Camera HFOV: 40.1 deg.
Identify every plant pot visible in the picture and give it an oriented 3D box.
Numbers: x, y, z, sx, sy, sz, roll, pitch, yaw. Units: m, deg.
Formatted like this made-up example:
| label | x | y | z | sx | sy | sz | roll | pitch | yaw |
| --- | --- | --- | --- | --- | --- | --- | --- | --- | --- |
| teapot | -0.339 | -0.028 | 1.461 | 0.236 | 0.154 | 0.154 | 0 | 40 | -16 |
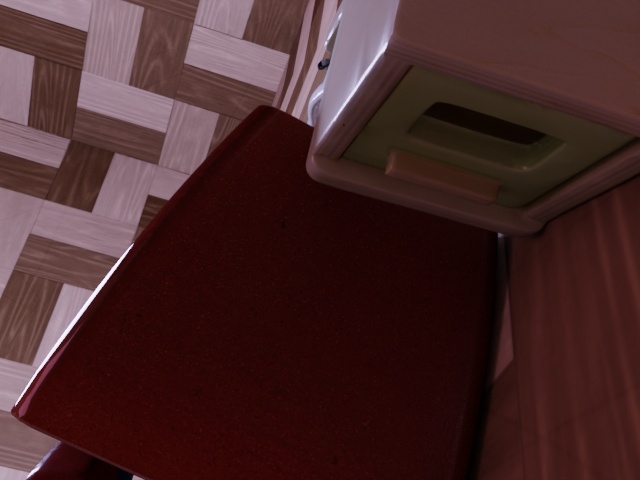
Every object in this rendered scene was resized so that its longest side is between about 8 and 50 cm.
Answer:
| label | x | y | z | sx | sy | sz | roll | pitch | yaw |
| --- | --- | --- | --- | --- | --- | --- | --- | --- | --- |
| plant pot | -0.024 | 0.060 | 0.630 | 0.235 | 0.267 | 0.267 | -64 | 8 | -9 |

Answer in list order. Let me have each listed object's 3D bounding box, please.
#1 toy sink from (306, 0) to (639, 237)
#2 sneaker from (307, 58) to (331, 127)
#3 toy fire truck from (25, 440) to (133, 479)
| label | x | y | z | sx | sy | sz | roll | pitch | yaw |
| --- | --- | --- | --- | --- | --- | --- | --- | --- | --- |
| toy sink | 0.085 | -0.089 | 0.498 | 0.234 | 0.153 | 0.131 | 139 | 146 | -71 |
| sneaker | 0.040 | -0.211 | 1.142 | 0.256 | 0.094 | 0.151 | 139 | 149 | -71 |
| toy fire truck | -0.168 | 0.260 | 0.569 | 0.254 | 0.169 | 0.302 | -97 | 11 | -62 |
